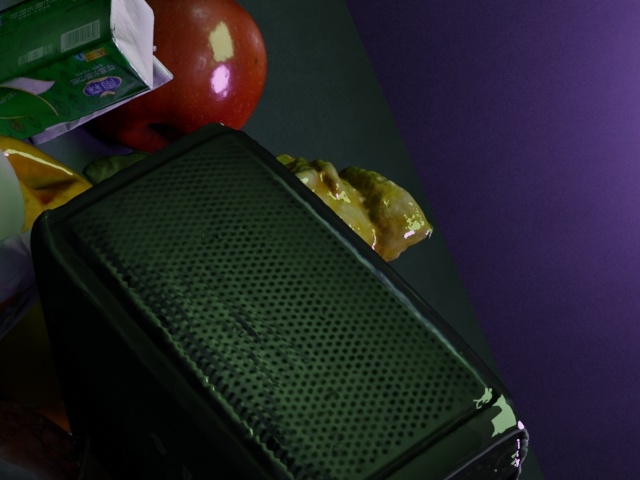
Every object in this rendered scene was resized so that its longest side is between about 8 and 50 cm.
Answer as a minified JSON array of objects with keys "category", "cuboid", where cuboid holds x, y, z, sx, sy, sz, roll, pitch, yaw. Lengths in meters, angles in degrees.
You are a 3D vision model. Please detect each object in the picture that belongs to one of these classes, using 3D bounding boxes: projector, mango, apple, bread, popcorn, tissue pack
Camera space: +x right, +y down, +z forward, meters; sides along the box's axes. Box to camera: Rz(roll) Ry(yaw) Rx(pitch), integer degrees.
[{"category":"projector","cuboid":[-0.047,0.172,1.225,0.405,0.242,0.395,45,-28,28]},{"category":"mango","cuboid":[-0.294,0.043,1.497,0.365,0.182,0.253,51,25,-15]},{"category":"apple","cuboid":[-0.208,-0.236,1.935,0.260,0.261,0.216,37,56,-60]},{"category":"bread","cuboid":[-0.285,0.239,1.205,0.212,0.224,0.142,42,17,-15]},{"category":"popcorn","cuboid":[0.000,-0.010,2.171,0.290,0.326,0.321,60,25,-30]},{"category":"tissue pack","cuboid":[-0.300,-0.206,1.694,0.156,0.209,0.148,53,22,-47]}]

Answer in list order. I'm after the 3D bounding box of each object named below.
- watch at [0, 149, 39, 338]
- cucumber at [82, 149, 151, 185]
[{"category":"watch","cuboid":[-0.379,0.016,1.236,0.231,0.244,0.196,45,16,-1]},{"category":"cucumber","cuboid":[-0.116,0.006,1.564,0.325,0.105,0.145,39,-6,17]}]
